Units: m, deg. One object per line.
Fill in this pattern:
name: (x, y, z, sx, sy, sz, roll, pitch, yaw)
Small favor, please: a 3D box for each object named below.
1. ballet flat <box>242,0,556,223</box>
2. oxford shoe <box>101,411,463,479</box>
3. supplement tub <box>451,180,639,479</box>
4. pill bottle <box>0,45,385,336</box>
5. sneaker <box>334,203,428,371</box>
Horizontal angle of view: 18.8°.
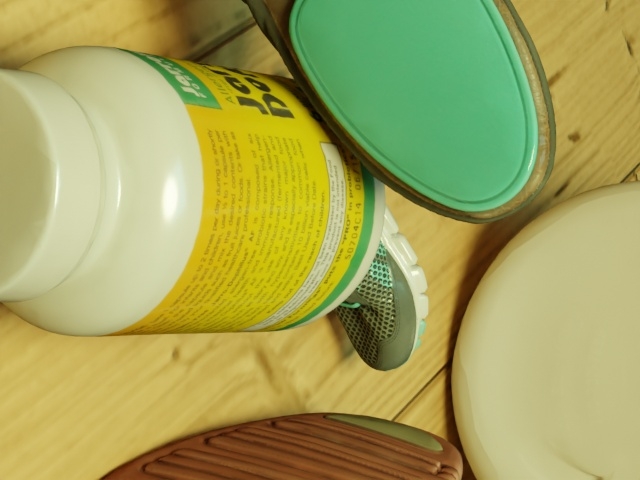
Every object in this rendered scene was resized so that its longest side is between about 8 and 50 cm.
ballet flat: (0.006, -0.124, 0.838, 0.280, 0.095, 0.096, 50, 11, 9)
oxford shoe: (-0.060, 0.199, 0.824, 0.397, 0.140, 0.146, -34, 130, -50)
supplement tub: (0.248, 0.095, 1.184, 0.316, 0.228, 0.228, 15, 78, -56)
pill bottle: (-0.073, -0.019, 0.798, 0.208, 0.118, 0.117, 2, 88, -56)
sneaker: (0.000, 0.000, 0.975, 0.076, 0.065, 0.166, -34, 116, -33)
